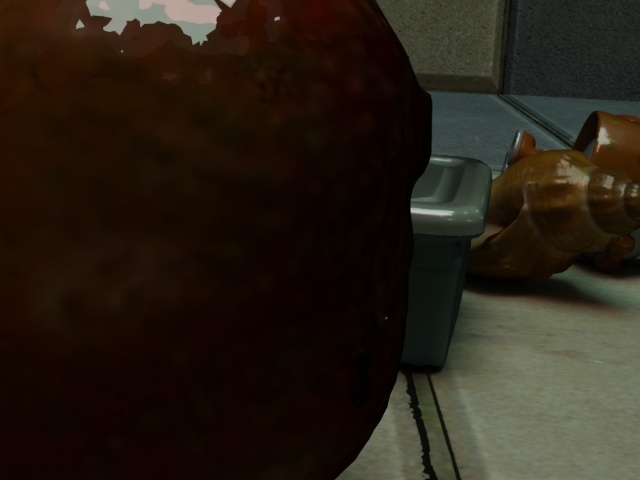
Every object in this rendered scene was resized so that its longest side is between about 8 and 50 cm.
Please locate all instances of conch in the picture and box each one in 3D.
[{"bbox_3d":[0.148,-0.010,1.002,0.093,0.109,0.330,32,-26,-30],"label":"conch"}]

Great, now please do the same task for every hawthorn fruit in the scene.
[{"bbox_3d":[-0.134,-0.006,0.502,0.369,0.284,0.285,-10,12,4],"label":"hawthorn fruit"}]

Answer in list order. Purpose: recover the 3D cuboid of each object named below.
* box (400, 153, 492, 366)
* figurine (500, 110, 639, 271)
[{"bbox_3d":[0.033,-0.003,0.836,0.162,0.130,0.227,6,14,8],"label":"box"},{"bbox_3d":[0.290,-0.027,1.053,0.271,0.143,0.143,31,19,9],"label":"figurine"}]
